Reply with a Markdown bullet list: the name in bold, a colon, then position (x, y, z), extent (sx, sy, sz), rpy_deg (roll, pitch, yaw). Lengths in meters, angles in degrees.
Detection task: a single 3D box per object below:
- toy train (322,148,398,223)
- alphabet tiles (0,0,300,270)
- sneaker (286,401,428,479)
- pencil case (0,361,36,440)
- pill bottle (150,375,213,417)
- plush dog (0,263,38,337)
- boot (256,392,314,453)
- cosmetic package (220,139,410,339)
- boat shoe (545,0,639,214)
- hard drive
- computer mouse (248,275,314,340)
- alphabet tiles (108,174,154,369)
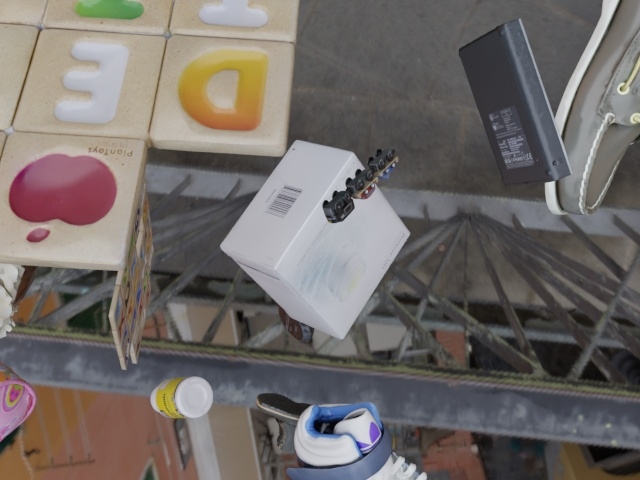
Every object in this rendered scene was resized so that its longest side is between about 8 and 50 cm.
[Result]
- **toy train**: position (0.053, -0.069, 0.985), extent (0.027, 0.158, 0.036), rpy_deg (8, 128, 37)
- **alphabet tiles**: position (-0.150, -0.145, 0.378), extent (0.285, 0.011, 0.343), rpy_deg (4, 63, 0)
- **sneaker**: position (0.099, 0.362, 1.197), extent (0.322, 0.130, 0.236), rpy_deg (19, 137, 27)
- **pencil case**: position (-0.490, 0.154, 0.975), extent (0.284, 0.124, 0.124), rpy_deg (32, 108, 18)
- **pill bottle**: position (-0.227, 0.253, 1.268), extent (0.116, 0.065, 0.065), rpy_deg (-17, 111, 52)
- **plush dog**: position (-0.306, 0.019, 0.436), extent (0.210, 0.225, 0.262), rpy_deg (27, 101, -37)
- **boot**: position (-0.097, 0.467, 1.969), extent (0.198, 0.077, 0.137), rpy_deg (25, 107, -26)
- **cosmetic package**: position (0.000, 0.000, 1.280), extent (0.224, 0.138, 0.225), rpy_deg (-56, 136, -16)
- **boat shoe**: position (0.317, -0.164, 0.807), extent (0.091, 0.109, 0.305), rpy_deg (21, 94, 34)
- **hard drive**: position (0.166, -0.115, 0.683), extent (0.022, 0.094, 0.135), rpy_deg (-22, 96, -11)
- **computer mouse**: position (-0.084, 0.121, 1.673), extent (0.041, 0.242, 0.071), rpy_deg (-23, 145, -28)
- **alphabet tiles**: position (-0.236, 0.059, 1.005), extent (0.009, 0.198, 0.237), rpy_deg (6, 149, -4)
